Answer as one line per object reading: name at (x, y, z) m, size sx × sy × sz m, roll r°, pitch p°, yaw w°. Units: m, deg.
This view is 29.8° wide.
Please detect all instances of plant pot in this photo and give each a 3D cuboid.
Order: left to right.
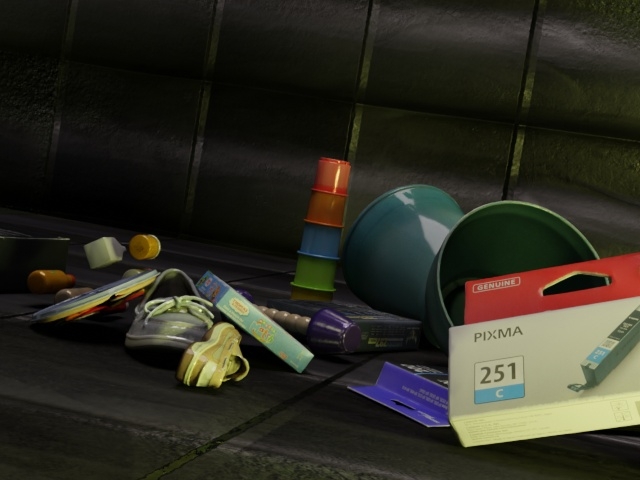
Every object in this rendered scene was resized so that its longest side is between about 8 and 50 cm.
plant pot at (0.214, 0.067, 2.266) m, size 0.272 × 0.271 × 0.255 m, roll 7°, pitch 22°, yaw -29°
plant pot at (0.290, 0.106, 1.939) m, size 0.293 × 0.293 × 0.196 m, roll 8°, pitch -23°, yaw -14°

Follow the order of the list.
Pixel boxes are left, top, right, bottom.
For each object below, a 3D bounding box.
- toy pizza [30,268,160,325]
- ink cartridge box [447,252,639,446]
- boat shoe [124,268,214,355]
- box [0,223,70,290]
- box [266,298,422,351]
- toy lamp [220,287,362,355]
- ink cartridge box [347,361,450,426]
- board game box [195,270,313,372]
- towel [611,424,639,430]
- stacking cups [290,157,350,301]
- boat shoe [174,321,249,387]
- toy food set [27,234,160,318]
toy pizza at (-0.328, 0.090, 1.771) m, size 0.201 × 0.032 × 0.201 m, roll -20°, pitch 4°, yaw 1°
ink cartridge box at (0.300, 0.103, 1.414) m, size 0.296 × 0.261 × 0.066 m, roll -11°, pitch -46°, yaw 18°
boat shoe at (-0.214, 0.106, 1.734) m, size 0.118 × 0.103 × 0.320 m, roll 9°, pitch 3°, yaw -6°
box at (-0.610, 0.021, 2.144) m, size 0.261 × 0.103 × 0.184 m, roll 10°, pitch 7°, yaw 29°
box at (0.042, 0.148, 2.097) m, size 0.183 × 0.059 × 0.233 m, roll 11°, pitch 3°, yaw 34°
toy lamp at (-0.048, 0.135, 1.958) m, size 0.275 × 0.080 × 0.080 m, roll 9°, pitch 2°, yaw 45°
ink cartridge box at (0.175, 0.206, 1.605) m, size 0.208 × 0.045 × 0.206 m, roll 6°, pitch 5°, yaw -30°
board game box at (-0.102, 0.118, 1.793) m, size 0.160 × 0.039 × 0.211 m, roll 40°, pitch -4°, yaw -15°
towel at (0.410, 0.253, 1.679) m, size 0.237 × 0.021 × 0.102 m, roll 6°, pitch -1°, yaw -25°
stacking cups at (0.000, 0.000, 2.308) m, size 0.096 × 0.316 × 0.096 m, roll 9°, pitch 5°, yaw -1°
boat shoe at (-0.126, 0.157, 1.552) m, size 0.072 × 0.068 × 0.190 m, roll 22°, pitch 15°, yaw 7°
toy food set at (-0.343, 0.062, 1.944) m, size 0.232 × 0.111 × 0.104 m, roll -23°, pitch -7°, yaw 17°
